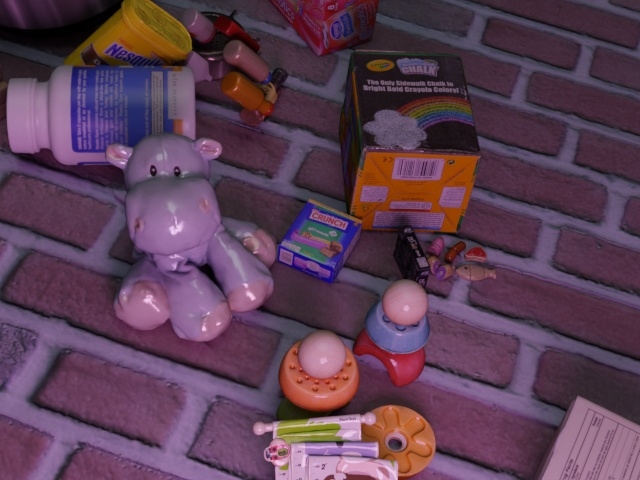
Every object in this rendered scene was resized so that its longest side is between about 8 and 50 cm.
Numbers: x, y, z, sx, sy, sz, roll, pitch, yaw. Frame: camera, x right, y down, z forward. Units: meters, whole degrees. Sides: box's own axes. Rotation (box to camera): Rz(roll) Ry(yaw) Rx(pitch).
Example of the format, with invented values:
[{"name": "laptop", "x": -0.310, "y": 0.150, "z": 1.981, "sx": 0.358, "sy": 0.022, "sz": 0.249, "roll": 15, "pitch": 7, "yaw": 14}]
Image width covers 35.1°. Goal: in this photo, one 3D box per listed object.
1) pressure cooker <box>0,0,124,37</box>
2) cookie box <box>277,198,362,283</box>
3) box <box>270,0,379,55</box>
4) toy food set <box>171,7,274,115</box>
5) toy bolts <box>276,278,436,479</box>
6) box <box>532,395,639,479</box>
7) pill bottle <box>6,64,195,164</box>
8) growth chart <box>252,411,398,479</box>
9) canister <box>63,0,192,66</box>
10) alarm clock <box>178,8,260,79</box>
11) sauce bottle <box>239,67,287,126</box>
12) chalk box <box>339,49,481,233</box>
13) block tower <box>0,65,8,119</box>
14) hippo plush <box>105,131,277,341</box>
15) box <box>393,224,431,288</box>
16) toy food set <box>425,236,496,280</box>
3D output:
[{"name": "pressure cooker", "x": -0.482, "y": -0.591, "z": 1.636, "sx": 0.370, "sy": 0.420, "sz": 0.375, "roll": -1, "pitch": 60, "yaw": 4}, {"name": "cookie box", "x": 0.000, "y": 0.000, "z": 1.490, "sx": 0.092, "sy": 0.040, "sz": 0.107, "roll": 22, "pitch": 50, "yaw": 11}, {"name": "box", "x": -0.013, "y": -0.470, "z": 1.830, "sx": 0.123, "sy": 0.128, "sz": 0.257, "roll": -21, "pitch": 57, "yaw": -24}, {"name": "toy food set", "x": -0.160, "y": -0.293, "z": 1.635, "sx": 0.232, "sy": 0.104, "sz": 0.111, "roll": 32, "pitch": 90, "yaw": 38}, {"name": "toy bolts", "x": 0.081, "y": 0.162, "z": 1.286, "sx": 0.218, "sy": 0.158, "sz": 0.228, "roll": 31, "pitch": 53, "yaw": 17}, {"name": "box", "x": 0.374, "y": 0.321, "z": 1.216, "sx": 0.232, "sy": 0.127, "sz": 0.148, "roll": 26, "pitch": 51, "yaw": 14}, {"name": "pill bottle", "x": -0.327, "y": -0.190, "z": 1.528, "sx": 0.272, "sy": 0.152, "sz": 0.152, "roll": 0, "pitch": 50, "yaw": -9}, {"name": "growth chart", "x": 0.024, "y": 0.316, "z": 1.185, "sx": 0.172, "sy": 0.021, "sz": 0.237, "roll": -9, "pitch": 77, "yaw": -10}, {"name": "canister", "x": -0.305, "y": -0.291, "z": 1.587, "sx": 0.126, "sy": 0.170, "sz": 0.073, "roll": 31, "pitch": 36, "yaw": -40}, {"name": "alarm clock", "x": -0.202, "y": -0.328, "z": 1.728, "sx": 0.129, "sy": 0.064, "sz": 0.192, "roll": 31, "pitch": 56, "yaw": 17}, {"name": "sauce bottle", "x": -0.092, "y": -0.242, "z": 1.682, "sx": 0.042, "sy": 0.042, "sz": 0.128, "roll": 20, "pitch": 49, "yaw": 8}, {"name": "chalk box", "x": 0.129, "y": -0.175, "z": 1.570, "sx": 0.180, "sy": 0.179, "sz": 0.289, "roll": 2, "pitch": 49, "yaw": -6}, {"name": "block tower", "x": -0.630, "y": -0.310, "z": 1.628, "sx": 0.335, "sy": 0.091, "sz": 0.097, "roll": 40, "pitch": 55, "yaw": 23}, {"name": "hippo plush", "x": -0.168, "y": -0.036, "z": 1.366, "sx": 0.234, "sy": 0.236, "sz": 0.294, "roll": -1, "pitch": 50, "yaw": -9}, {"name": "box", "x": 0.132, "y": 0.030, "z": 1.466, "sx": 0.018, "sy": 0.067, "sz": 0.083, "roll": -10, "pitch": 51, "yaw": -15}, {"name": "toy food set", "x": 0.199, "y": 0.025, "z": 1.512, "sx": 0.122, "sy": 0.019, "sz": 0.078, "roll": -2, "pitch": 50, "yaw": -10}]
